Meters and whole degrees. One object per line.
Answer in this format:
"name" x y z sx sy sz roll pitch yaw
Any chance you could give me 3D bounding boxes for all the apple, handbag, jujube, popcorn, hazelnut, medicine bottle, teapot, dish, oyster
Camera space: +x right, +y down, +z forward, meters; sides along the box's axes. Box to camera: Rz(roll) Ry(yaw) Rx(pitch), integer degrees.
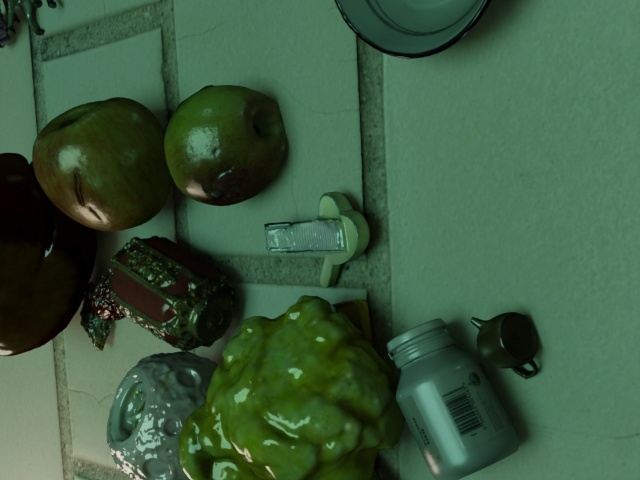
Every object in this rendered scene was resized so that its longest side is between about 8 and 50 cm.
"apple" -0.407 -0.143 1.660 0.264 0.264 0.264 7 101 42
"handbag" 0.054 0.140 1.425 0.061 0.027 0.083 -9 90 43
"apple" -0.171 -0.166 1.504 0.188 0.174 0.207 -28 93 44
"jujube" -0.422 0.111 1.807 0.166 0.104 0.104 -41 68 48
"popcorn" -0.046 0.250 1.343 0.334 0.292 0.293 -20 90 46
"hazelnut" -0.693 0.032 1.863 0.402 0.402 0.429 36 127 34
"medicine bottle" 0.182 0.227 1.246 0.135 0.135 0.215 -37 71 39
"teapot" 0.260 0.149 1.212 0.121 0.076 0.068 48 142 -9
"dish" 0.153 -0.415 1.208 0.316 0.106 0.316 9 104 40
"oyster" -0.509 0.175 1.931 0.103 0.051 0.148 -44 67 38

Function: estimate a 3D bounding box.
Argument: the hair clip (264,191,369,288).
"hair clip" 0.002 0.003 1.427 0.218 0.071 0.159 -5 98 49

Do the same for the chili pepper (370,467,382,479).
"chili pepper" 0.057 0.387 1.432 0.204 0.073 0.072 38 133 34

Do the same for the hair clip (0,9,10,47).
"hair clip" -0.771 -0.528 2.002 0.292 0.085 0.106 110 142 -73

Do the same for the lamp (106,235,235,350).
"lamp" -0.287 0.098 1.643 0.274 0.177 0.177 26 113 35

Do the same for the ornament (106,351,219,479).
"ornament" -0.259 0.334 1.601 0.259 0.225 0.259 -33 45 41

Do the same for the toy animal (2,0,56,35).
"toy animal" -0.646 -0.577 1.936 0.255 0.090 0.170 -53 57 31
